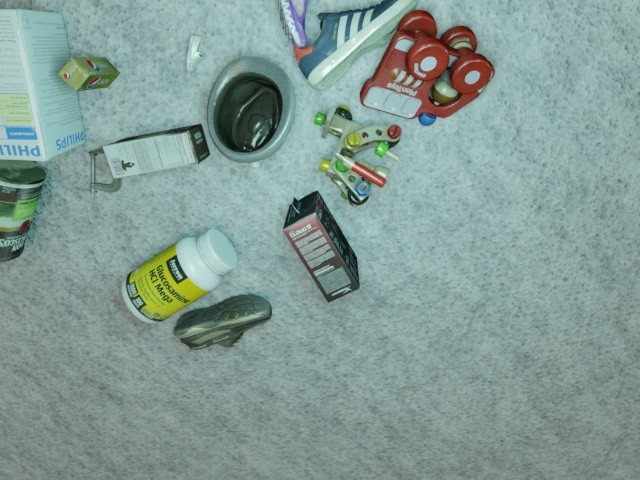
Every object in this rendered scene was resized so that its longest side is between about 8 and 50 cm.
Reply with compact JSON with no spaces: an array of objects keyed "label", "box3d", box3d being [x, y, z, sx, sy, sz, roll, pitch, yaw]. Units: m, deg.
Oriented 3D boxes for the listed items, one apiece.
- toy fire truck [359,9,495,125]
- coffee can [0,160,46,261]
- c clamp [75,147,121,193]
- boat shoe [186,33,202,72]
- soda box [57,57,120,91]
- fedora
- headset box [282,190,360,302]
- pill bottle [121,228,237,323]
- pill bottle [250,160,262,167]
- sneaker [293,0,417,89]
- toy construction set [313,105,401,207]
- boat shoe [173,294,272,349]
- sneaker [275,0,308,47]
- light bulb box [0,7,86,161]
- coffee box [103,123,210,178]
[{"label":"toy fire truck","box3d":[0.282,-0.425,1.227,0.303,0.169,0.253,10,140,-20]},{"label":"coffee can","box3d":[-0.959,-0.103,1.380,0.202,0.201,0.275,27,111,-9]},{"label":"c clamp","box3d":[-0.675,-0.209,1.423,0.137,0.022,0.160,16,113,-4]},{"label":"boat shoe","box3d":[-0.343,-0.510,1.281,0.035,0.035,0.100,14,106,-1]},{"label":"soda box","box3d":[-0.607,-0.443,1.237,0.061,0.181,0.058,-40,106,16]},{"label":"fedora","box3d":[-0.179,-0.344,1.279,0.244,0.124,0.275,15,96,9]},{"label":"headset box","box3d":[0.000,0.000,1.380,0.110,0.218,0.293,-27,110,12]},{"label":"pill bottle","box3d":[-0.433,0.106,1.455,0.334,0.188,0.187,-31,108,14]},{"label":"pill bottle","box3d":[-0.186,-0.259,1.373,0.044,0.043,0.083,12,112,-3]},{"label":"sneaker","box3d":[0.081,-0.554,1.204,0.350,0.131,0.148,-36,85,5]},{"label":"toy construction set","box3d":[0.068,-0.240,1.249,0.237,0.309,0.257,30,102,-5]},{"label":"boat shoe","box3d":[-0.315,0.281,1.571,0.356,0.132,0.130,-14,121,17]},{"label":"sneaker","box3d":[-0.060,-0.605,1.161,0.105,0.095,0.236,-15,92,-8]},{"label":"light bulb box","box3d":[-0.872,-0.414,1.235,0.358,0.225,0.360,2,113,0]},{"label":"coffee box","box3d":[-0.460,-0.256,1.333,0.247,0.141,0.098,-9,111,5]}]
